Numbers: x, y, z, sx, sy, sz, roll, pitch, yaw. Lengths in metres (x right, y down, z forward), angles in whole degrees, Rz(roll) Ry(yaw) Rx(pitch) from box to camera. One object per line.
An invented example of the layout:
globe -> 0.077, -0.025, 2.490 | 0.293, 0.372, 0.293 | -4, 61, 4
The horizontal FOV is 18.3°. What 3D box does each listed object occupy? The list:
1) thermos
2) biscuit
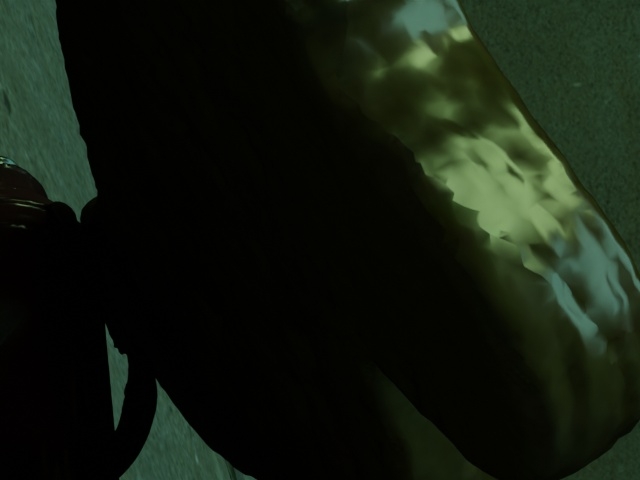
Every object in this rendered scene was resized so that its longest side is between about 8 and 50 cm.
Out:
thermos -> -0.135, 0.052, 0.819 | 0.124, 0.099, 0.232 | 22, 39, -33
biscuit -> 0.000, 0.000, 0.700 | 0.368, 0.076, 0.394 | 47, -22, 38
